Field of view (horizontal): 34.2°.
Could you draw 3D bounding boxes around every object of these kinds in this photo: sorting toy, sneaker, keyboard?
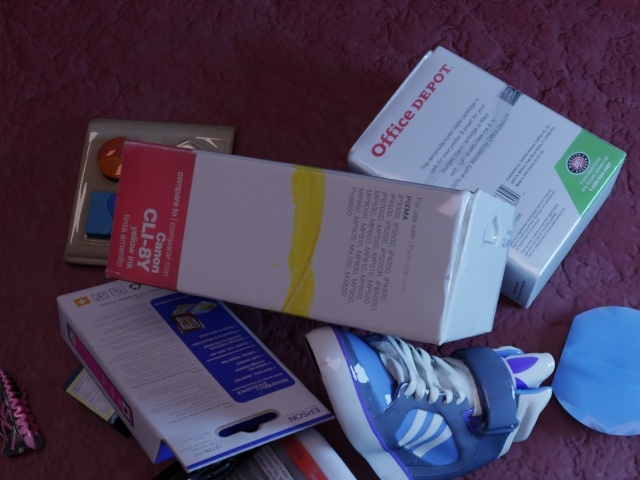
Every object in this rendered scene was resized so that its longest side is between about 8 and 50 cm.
[{"bbox_3d":[-0.186,-0.066,1.416,0.307,0.041,0.229,4,68,6],"label":"sorting toy"},{"bbox_3d":[0.136,0.151,1.153,0.236,0.323,0.130,-28,46,2],"label":"sneaker"},{"bbox_3d":[-0.193,0.299,1.152,0.317,0.201,0.033,-37,91,-27],"label":"keyboard"},{"bbox_3d":[-0.398,0.220,1.316,0.057,0.047,0.119,-30,67,4],"label":"sneaker"}]

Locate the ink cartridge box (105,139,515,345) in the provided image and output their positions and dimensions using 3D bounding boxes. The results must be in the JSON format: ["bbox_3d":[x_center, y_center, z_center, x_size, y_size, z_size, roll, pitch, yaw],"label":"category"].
[{"bbox_3d":[0.000,0.000,1.173,0.385,0.279,0.160,10,92,20],"label":"ink cartridge box"}]

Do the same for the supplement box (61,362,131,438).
[{"bbox_3d":[-0.263,0.193,1.291,0.083,0.083,0.056,32,73,16],"label":"supplement box"}]

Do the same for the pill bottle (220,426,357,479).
[{"bbox_3d":[-0.103,0.382,1.132,0.363,0.210,0.210,-34,69,-10],"label":"pill bottle"}]

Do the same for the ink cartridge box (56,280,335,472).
[{"bbox_3d":[-0.155,0.148,1.193,0.176,0.069,0.371,-15,31,-29],"label":"ink cartridge box"}]

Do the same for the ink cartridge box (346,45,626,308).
[{"bbox_3d":[0.209,-0.086,1.350,0.289,0.121,0.211,35,75,16],"label":"ink cartridge box"}]

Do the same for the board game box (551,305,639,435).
[{"bbox_3d":[0.363,0.164,1.285,0.133,0.033,0.168,17,65,16],"label":"board game box"}]
